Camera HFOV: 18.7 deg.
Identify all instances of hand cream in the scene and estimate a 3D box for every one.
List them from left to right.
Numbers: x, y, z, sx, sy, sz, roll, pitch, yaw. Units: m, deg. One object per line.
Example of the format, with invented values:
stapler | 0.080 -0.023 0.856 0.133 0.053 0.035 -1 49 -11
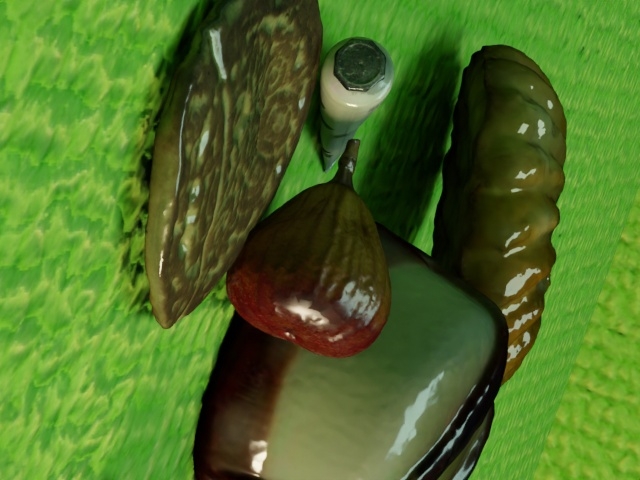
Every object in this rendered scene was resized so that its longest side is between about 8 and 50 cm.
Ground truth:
hand cream | 0.024 -0.104 1.426 0.234 0.050 0.080 102 13 -82

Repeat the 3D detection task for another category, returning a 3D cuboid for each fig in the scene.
fig | -0.011 0.010 1.399 0.119 0.119 0.153 88 -4 -55

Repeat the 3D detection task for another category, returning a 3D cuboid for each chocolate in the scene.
chocolate | 0.041 0.123 1.540 0.283 0.186 0.283 20 90 -75

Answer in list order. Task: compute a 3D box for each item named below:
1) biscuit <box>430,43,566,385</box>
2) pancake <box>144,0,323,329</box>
biscuit | 0.155 -0.012 1.739 0.326 0.107 0.325 -174 -90 -88
pancake | -0.057 -0.061 1.258 0.250 0.031 0.250 19 90 -77
